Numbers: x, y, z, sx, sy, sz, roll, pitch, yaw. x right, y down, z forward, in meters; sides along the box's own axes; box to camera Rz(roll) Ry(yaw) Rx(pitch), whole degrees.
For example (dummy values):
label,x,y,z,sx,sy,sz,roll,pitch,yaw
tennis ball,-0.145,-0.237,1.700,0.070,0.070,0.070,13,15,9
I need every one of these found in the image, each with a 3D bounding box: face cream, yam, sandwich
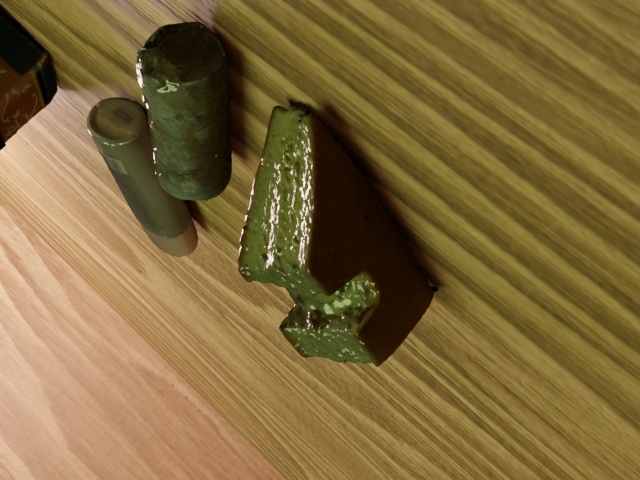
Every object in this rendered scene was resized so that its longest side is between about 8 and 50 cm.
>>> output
label,x,y,z,sx,sy,sz,roll,pitch,yaw
face cream,-0.242,-0.082,1.416,0.107,0.073,0.269,43,163,31
yam,-0.135,-0.126,1.046,0.093,0.093,0.259,43,161,13
sandwich,0.000,0.000,0.949,0.122,0.128,0.235,8,139,52

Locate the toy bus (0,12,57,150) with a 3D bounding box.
label,x,y,z,sx,sy,sz,roll,pitch,yaw
toy bus,-0.540,-0.285,1.530,0.275,0.167,0.138,40,162,8
